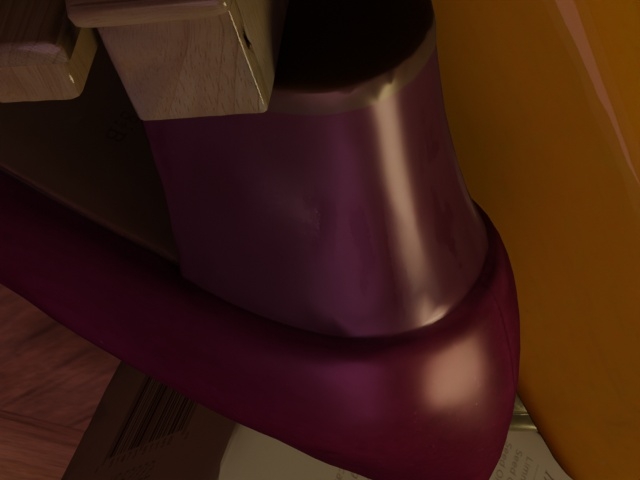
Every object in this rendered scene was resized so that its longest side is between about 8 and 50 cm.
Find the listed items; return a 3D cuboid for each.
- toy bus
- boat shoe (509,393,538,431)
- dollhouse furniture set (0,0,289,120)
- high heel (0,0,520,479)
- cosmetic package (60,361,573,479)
[{"bbox_3d":[0.111,-0.020,0.537,0.108,0.130,0.333,-5,135,31],"label":"toy bus"},{"bbox_3d":[0.000,0.000,0.707,0.302,0.113,0.103,23,-176,-16],"label":"boat shoe"},{"bbox_3d":[-0.101,-0.114,0.382,0.182,0.161,0.101,-3,141,14],"label":"dollhouse furniture set"},{"bbox_3d":[-0.112,-0.019,0.509,0.377,0.127,0.181,19,140,33],"label":"high heel"},{"bbox_3d":[0.072,0.230,0.967,0.453,0.161,0.230,37,144,-19],"label":"cosmetic package"}]
